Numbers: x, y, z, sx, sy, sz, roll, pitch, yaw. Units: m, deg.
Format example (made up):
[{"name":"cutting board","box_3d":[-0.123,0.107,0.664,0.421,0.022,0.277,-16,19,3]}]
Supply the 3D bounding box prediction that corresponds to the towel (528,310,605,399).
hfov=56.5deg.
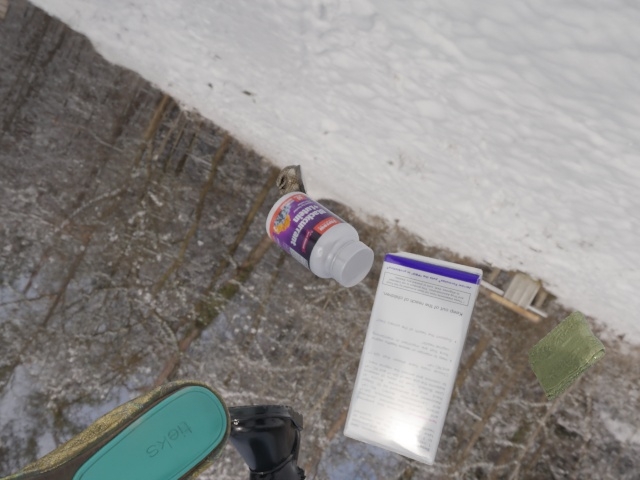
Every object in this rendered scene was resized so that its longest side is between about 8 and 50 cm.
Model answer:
[{"name":"towel","box_3d":[0.444,0.208,1.084,0.027,0.148,0.110,19,-147,-22]}]

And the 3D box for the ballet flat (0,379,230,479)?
[{"name":"ballet flat","box_3d":[-0.234,0.242,0.523,0.123,0.123,0.348,32,-136,32]}]

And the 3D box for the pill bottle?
[{"name":"pill bottle","box_3d":[0.000,0.000,1.067,0.193,0.108,0.108,36,-168,35]}]

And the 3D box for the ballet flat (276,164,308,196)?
[{"name":"ballet flat","box_3d":[-0.044,-0.056,1.246,0.250,0.058,0.084,75,-175,-47]}]

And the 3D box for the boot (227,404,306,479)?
[{"name":"boot","box_3d":[-0.074,0.349,0.856,0.094,0.207,0.246,-8,157,11]}]

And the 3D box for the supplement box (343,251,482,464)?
[{"name":"supplement box","box_3d":[0.114,0.131,0.714,0.113,0.220,0.111,13,-177,15]}]
